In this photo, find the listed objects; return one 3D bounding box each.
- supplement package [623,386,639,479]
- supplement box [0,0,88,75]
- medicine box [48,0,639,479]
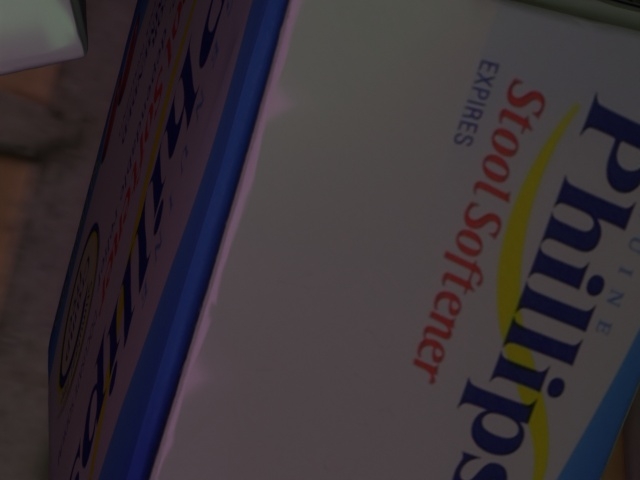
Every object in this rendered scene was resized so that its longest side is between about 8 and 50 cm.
[{"bbox_3d":[0.284,0.110,0.744,0.244,0.139,0.134,-11,114,-6],"label":"supplement package"},{"bbox_3d":[-0.146,-0.128,0.531,0.111,0.220,0.114,-12,113,-5],"label":"supplement box"},{"bbox_3d":[0.000,0.000,0.569,0.149,0.289,0.264,13,109,-14],"label":"medicine box"}]
